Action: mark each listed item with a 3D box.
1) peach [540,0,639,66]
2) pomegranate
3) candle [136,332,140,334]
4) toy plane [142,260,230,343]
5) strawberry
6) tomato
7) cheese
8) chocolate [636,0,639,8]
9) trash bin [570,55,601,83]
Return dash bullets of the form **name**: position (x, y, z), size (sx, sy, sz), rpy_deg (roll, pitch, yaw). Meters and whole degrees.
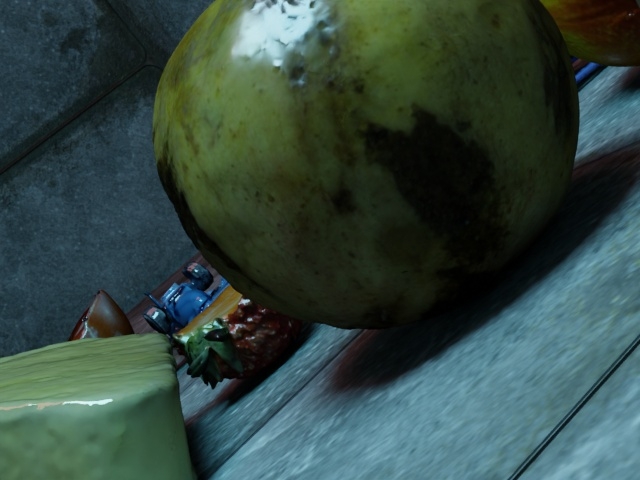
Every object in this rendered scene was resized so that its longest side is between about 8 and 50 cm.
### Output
- **peach**: position (0.271, -0.260, 1.201), size (0.231, 0.231, 0.231), rpy_deg (-39, 6, 5)
- **pomegranate**: position (0.034, -0.082, 0.991), size (0.322, 0.322, 0.322), rpy_deg (-39, 6, 5)
- **candle**: position (-0.359, 0.234, 2.134), size (0.048, 0.051, 0.329), rpy_deg (-39, 5, 32)
- **toy plane**: position (-0.173, 0.098, 1.797), size (0.254, 0.105, 0.271), rpy_deg (-48, 12, -18)
- **strawberry**: position (-0.069, 0.082, 1.324), size (0.140, 0.085, 0.192), rpy_deg (-41, 5, -3)
- **tomato**: position (-0.297, 0.171, 1.820), size (0.199, 0.112, 0.228), rpy_deg (-61, 11, 5)
- **cheese**: position (-0.288, 0.170, 1.166), size (0.383, 0.104, 0.384), rpy_deg (-10, 5, 1)
- **chocolate**: position (0.295, -0.199, 0.967), size (0.176, 0.177, 0.177), rpy_deg (-39, 6, 5)
- **trash bin**: position (0.229, -0.229, 1.556), size (0.162, 0.184, 0.234), rpy_deg (-38, -8, -17)
